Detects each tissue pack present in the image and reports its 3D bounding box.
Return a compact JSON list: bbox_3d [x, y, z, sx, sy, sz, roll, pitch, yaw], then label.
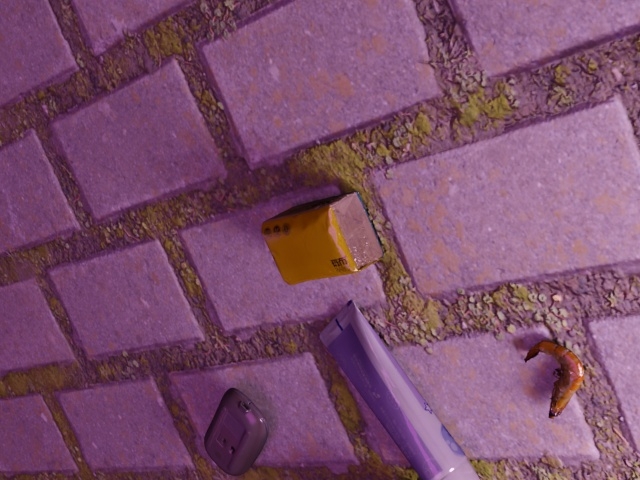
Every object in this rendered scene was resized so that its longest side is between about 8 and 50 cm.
[{"bbox_3d":[0.000,0.000,1.671,0.169,0.082,0.120,-12,106,45],"label":"tissue pack"}]

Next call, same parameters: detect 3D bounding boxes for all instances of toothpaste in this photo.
[{"bbox_3d":[0.128,0.272,1.719,0.371,0.080,0.125,52,137,14],"label":"toothpaste"}]

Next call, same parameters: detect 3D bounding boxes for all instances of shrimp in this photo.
[{"bbox_3d":[0.334,0.202,1.520,0.091,0.025,0.127,25,123,31],"label":"shrimp"}]

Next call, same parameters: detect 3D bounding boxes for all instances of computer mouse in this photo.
[{"bbox_3d":[-0.163,0.373,2.052,0.120,0.057,0.232,42,137,17],"label":"computer mouse"}]
